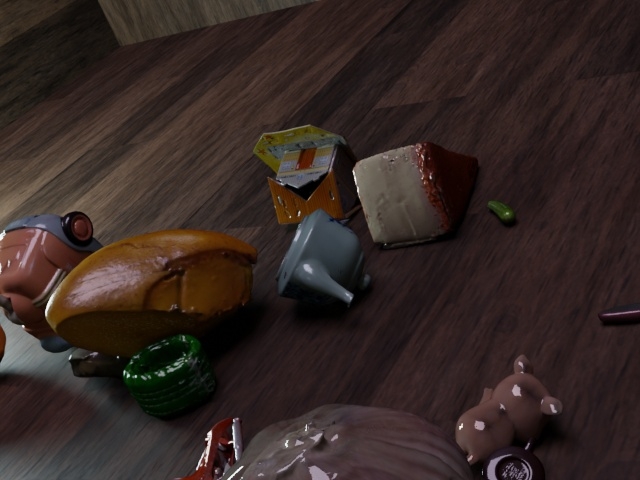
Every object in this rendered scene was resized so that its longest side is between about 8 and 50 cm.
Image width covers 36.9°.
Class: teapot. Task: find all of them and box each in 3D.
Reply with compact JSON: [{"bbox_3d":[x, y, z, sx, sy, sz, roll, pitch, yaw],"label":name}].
[{"bbox_3d":[0.015,0.040,1.563,0.159,0.159,0.232,-17,17,13],"label":"teapot"},{"bbox_3d":[0.215,0.262,1.064,0.068,0.045,0.100,25,61,23],"label":"teapot"}]

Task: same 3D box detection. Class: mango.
[{"bbox_3d":[-0.272,0.091,1.563,0.350,0.201,0.199,-9,21,-23],"label":"mango"}]

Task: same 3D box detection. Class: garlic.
[{"bbox_3d":[0.014,0.288,0.942,0.317,0.259,0.317,-17,31,11],"label":"garlic"}]

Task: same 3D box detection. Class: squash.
[{"bbox_3d":[0.303,-0.050,1.602,0.027,0.027,0.089,-24,23,-1],"label":"squash"}]

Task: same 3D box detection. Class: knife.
[{"bbox_3d":[0.482,0.079,1.228,0.247,0.018,0.035,-11,26,19],"label":"knife"}]

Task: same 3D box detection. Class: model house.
[{"bbox_3d":[-0.033,-0.102,1.847,0.219,0.207,0.136,-5,56,32],"label":"model house"}]

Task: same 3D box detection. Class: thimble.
[{"bbox_3d":[-0.229,0.208,1.480,0.130,0.090,0.118,-7,29,29],"label":"thimble"}]

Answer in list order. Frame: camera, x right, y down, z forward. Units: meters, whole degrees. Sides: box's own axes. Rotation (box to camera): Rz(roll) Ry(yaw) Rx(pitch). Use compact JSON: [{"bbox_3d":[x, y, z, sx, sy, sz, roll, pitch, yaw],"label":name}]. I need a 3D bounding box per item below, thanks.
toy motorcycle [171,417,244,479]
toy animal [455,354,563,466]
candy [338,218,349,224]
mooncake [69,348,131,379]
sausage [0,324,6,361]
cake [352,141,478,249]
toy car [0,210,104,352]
[{"bbox_3d":[-0.144,0.334,1.173,0.171,0.089,0.298,0,34,40],"label":"toy motorcycle"},{"bbox_3d":[0.216,0.210,1.122,0.150,0.083,0.089,-41,-13,-14],"label":"toy animal"},{"bbox_3d":[0.001,0.000,1.749,0.088,0.038,0.136,-24,15,31],"label":"candy"},{"bbox_3d":[-0.345,0.187,1.631,0.130,0.073,0.125,-4,35,30],"label":"mooncake"},{"bbox_3d":[-0.718,0.218,1.788,0.268,0.153,0.141,-18,17,11],"label":"sausage"},{"bbox_3d":[0.169,-0.125,1.703,0.158,0.159,0.262,-13,26,27],"label":"cake"},{"bbox_3d":[-0.480,0.087,1.752,0.181,0.270,0.212,-11,47,34],"label":"toy car"}]
